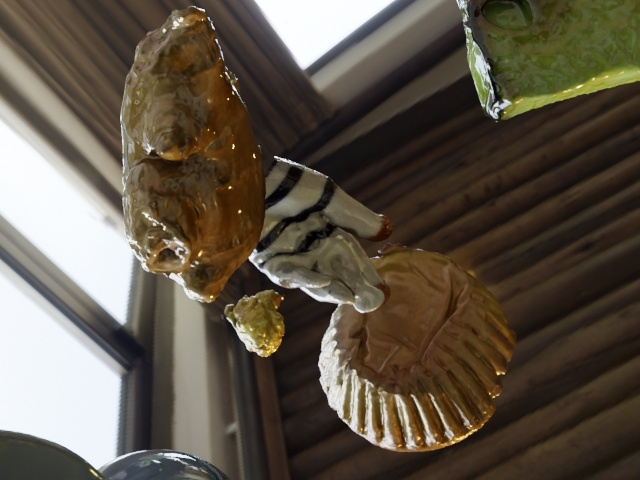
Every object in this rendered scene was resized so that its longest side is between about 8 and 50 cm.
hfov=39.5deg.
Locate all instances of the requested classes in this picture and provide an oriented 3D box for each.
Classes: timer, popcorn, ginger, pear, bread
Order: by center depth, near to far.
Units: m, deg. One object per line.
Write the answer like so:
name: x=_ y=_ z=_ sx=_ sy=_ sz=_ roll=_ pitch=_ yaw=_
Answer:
timer: x=-0.164 y=0.215 z=0.639 sx=0.175 sy=0.256 sz=0.175 roll=-48 pitch=-153 yaw=34
pear: x=0.232 y=-0.239 z=0.730 sx=0.256 sy=0.238 sz=0.164 roll=-14 pitch=178 yaw=12
ginger: x=-0.119 y=-0.079 z=0.783 sx=0.123 sy=0.270 sz=0.218 roll=-1 pitch=-129 yaw=13
popcorn: x=-0.068 y=0.094 z=1.083 sx=0.084 sy=0.084 sz=0.084 roll=-31 pitch=-151 yaw=19
bread: x=0.120 y=0.143 z=1.193 sx=0.274 sy=0.149 sz=0.274 roll=-9 pitch=-120 yaw=16

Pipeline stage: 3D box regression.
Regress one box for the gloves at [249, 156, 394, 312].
gloves: x=-0.010 y=0.005 z=1.086 sx=0.140 sy=0.219 sz=0.131 roll=-54 pitch=-161 yaw=-27
